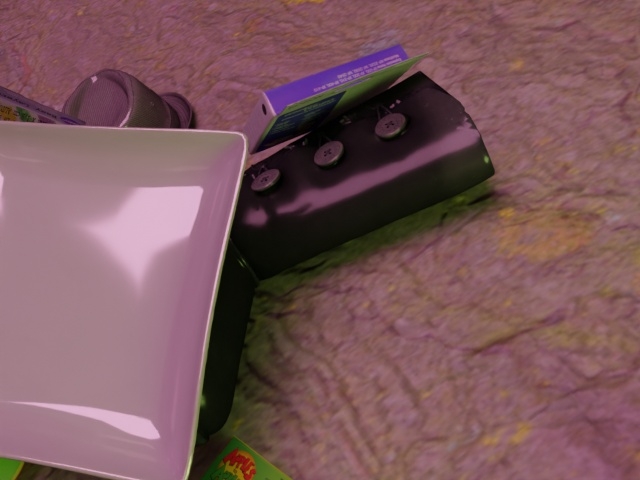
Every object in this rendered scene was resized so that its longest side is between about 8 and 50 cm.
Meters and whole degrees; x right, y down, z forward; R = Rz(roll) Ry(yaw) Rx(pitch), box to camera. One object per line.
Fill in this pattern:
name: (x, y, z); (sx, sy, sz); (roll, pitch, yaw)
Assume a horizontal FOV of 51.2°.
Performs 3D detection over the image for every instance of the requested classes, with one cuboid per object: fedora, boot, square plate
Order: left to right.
square plate: (-0.258, 0.046, 0.676); (0.347, 0.049, 0.344); (5, 74, 13)
fedora: (-0.345, -0.200, 1.122); (0.244, 0.124, 0.275); (-22, 46, 6)
boot: (-0.001, -0.002, 0.788); (0.445, 0.146, 0.367); (-22, 48, 1)

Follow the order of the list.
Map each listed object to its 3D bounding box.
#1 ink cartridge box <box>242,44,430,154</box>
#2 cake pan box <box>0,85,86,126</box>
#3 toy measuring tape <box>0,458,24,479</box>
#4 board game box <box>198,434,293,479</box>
ink cartridge box: (0.011, -0.192, 0.878); (0.206, 0.045, 0.208); (-25, 1, -20)
cake pan box: (-0.502, -0.104, 0.970); (0.245, 0.267, 0.070); (-59, 31, 15)
toy measuring tape: (-0.448, 0.289, 0.763); (0.330, 0.121, 0.121); (-43, 47, -13)
board game box: (-0.044, 0.272, 0.628); (0.181, 0.043, 0.092); (23, 64, 38)
